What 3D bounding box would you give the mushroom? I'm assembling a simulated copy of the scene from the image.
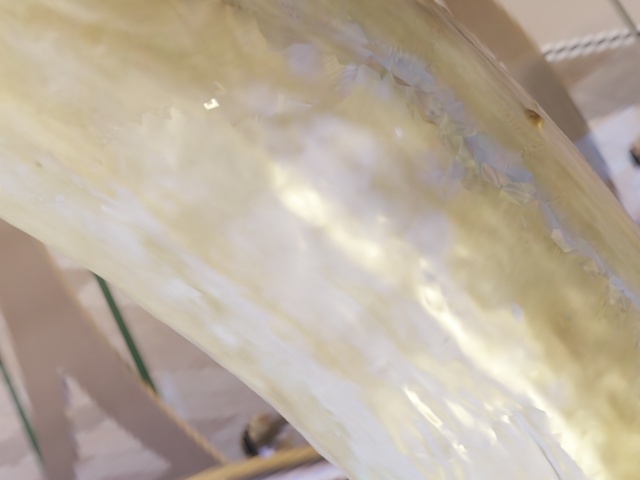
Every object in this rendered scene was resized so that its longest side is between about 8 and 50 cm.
[{"bbox_3d":[0.000,0.000,0.374,0.123,0.351,0.095,-43,-158,-4],"label":"mushroom"}]
